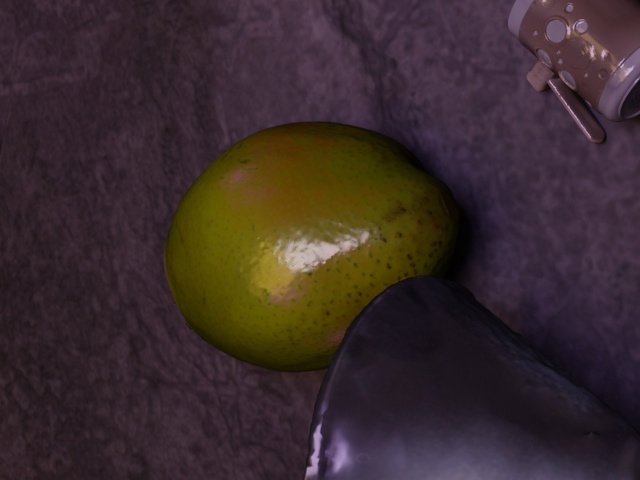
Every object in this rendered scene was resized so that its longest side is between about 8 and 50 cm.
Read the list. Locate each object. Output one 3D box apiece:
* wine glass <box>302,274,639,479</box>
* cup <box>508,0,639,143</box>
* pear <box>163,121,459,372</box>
[{"bbox_3d":[0.227,0.150,0.847,0.406,0.267,0.267,-1,95,34],"label":"wine glass"},{"bbox_3d":[0.176,-0.122,0.955,0.099,0.074,0.102,48,122,24],"label":"cup"},{"bbox_3d":[0.000,0.000,1.057,0.220,0.187,0.187,-27,78,30],"label":"pear"}]
